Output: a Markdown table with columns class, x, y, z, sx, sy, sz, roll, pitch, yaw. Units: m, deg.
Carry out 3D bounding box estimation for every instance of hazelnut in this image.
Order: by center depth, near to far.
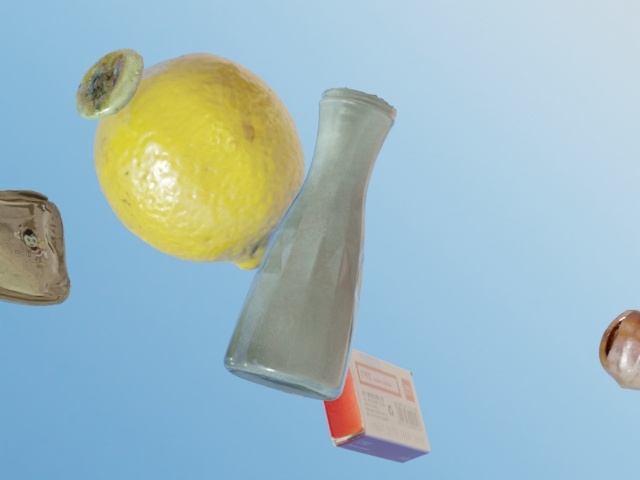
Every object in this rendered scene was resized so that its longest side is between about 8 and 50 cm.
| class | x | y | z | sx | sy | sz | roll | pitch | yaw |
| --- | --- | --- | --- | --- | --- | --- | --- | --- | --- |
| hazelnut | 0.308 | 0.105 | 1.548 | 0.086 | 0.086 | 0.086 | 38 | -164 | -13 |

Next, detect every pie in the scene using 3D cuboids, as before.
| class | x | y | z | sx | sy | sz | roll | pitch | yaw |
| --- | --- | --- | --- | --- | --- | --- | --- | --- | --- |
| pie | -0.201 | -0.147 | 1.529 | 0.021 | 0.084 | 0.084 | 45 | -169 | -39 |

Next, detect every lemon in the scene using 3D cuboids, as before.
| class | x | y | z | sx | sy | sz | roll | pitch | yaw |
| --- | --- | --- | --- | --- | --- | --- | --- | --- | --- |
| lemon | -0.130 | -0.087 | 1.839 | 0.253 | 0.228 | 0.228 | 43 | -165 | -14 |

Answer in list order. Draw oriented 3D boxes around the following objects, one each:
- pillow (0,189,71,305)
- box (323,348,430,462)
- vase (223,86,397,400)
| class | x | y | z | sx | sy | sz | roll | pitch | yaw |
| --- | --- | --- | --- | --- | --- | --- | --- | --- | --- |
| pillow | -0.322 | 0.000 | 1.413 | 0.217 | 0.033 | 0.130 | 10 | -130 | -28 |
| box | 0.069 | 0.218 | 2.136 | 0.229 | 0.050 | 0.123 | 25 | -133 | -61 |
| vase | 0.000 | 0.000 | 1.151 | 0.086 | 0.214 | 0.086 | 15 | 169 | 3 |
